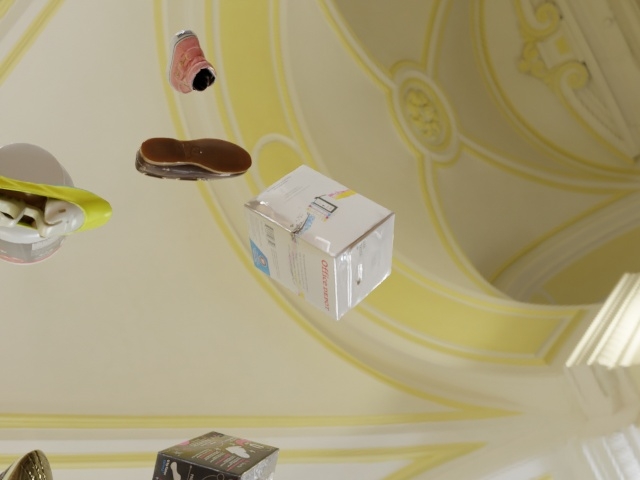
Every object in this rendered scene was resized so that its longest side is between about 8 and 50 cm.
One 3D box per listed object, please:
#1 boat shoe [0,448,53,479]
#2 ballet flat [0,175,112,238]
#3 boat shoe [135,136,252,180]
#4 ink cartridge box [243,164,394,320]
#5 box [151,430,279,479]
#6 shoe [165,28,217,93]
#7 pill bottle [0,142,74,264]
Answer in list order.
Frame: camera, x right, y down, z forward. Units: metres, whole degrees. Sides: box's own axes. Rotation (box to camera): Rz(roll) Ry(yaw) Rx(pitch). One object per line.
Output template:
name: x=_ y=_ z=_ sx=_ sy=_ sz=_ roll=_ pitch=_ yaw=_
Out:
boat shoe: x=-0.244 y=0.203 z=0.479 sx=0.049 sy=0.152 sz=0.056 roll=-17 pitch=-87 yaw=-5
ballet flat: x=-0.393 y=-0.041 z=0.856 sx=0.231 sy=0.077 sz=0.077 roll=16 pitch=-151 yaw=-35
boat shoe: x=-0.232 y=-0.145 z=1.167 sx=0.207 sy=0.073 sz=0.073 roll=5 pitch=-118 yaw=-25
ink cartridge box: x=0.000 y=0.000 z=1.220 sx=0.168 sy=0.233 sz=0.171 roll=-37 pitch=-37 yaw=-31
box: x=-0.174 y=0.427 z=1.058 sx=0.247 sy=0.142 sz=0.163 roll=39 pitch=-118 yaw=-75
shoe: x=-0.233 y=-0.294 z=1.148 sx=0.063 sy=0.178 sz=0.081 roll=-25 pitch=-100 yaw=-19
pill bottle: x=-0.557 y=-0.067 z=1.199 sx=0.176 sy=0.318 sz=0.176 roll=7 pitch=-106 yaw=-23
